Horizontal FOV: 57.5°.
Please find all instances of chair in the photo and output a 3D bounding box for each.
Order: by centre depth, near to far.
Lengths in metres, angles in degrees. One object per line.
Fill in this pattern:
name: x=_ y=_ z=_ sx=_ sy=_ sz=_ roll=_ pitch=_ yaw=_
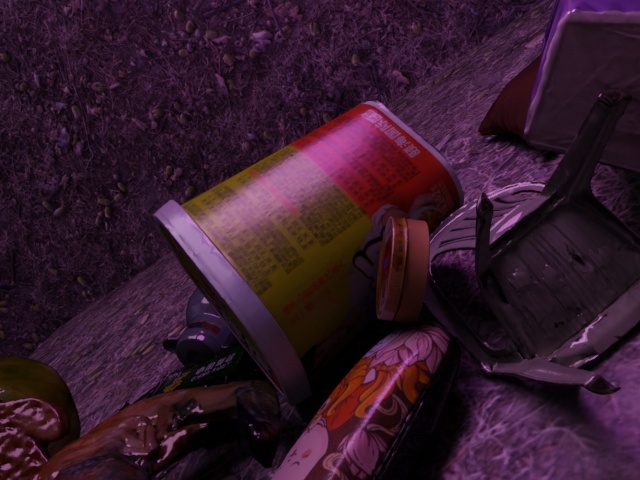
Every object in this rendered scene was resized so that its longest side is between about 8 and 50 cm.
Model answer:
chair: x=0.201 y=0.008 z=0.521 sx=0.203 sy=0.191 sz=0.275 roll=-38 pitch=-14 yaw=-8

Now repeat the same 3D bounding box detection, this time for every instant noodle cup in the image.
instant noodle cup: x=0.000 y=0.000 z=0.741 sx=0.307 sy=0.294 sz=0.294 roll=-37 pitch=14 yaw=-15

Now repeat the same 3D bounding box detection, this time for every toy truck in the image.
toy truck: x=-0.193 y=0.246 z=0.859 sx=0.259 sy=0.088 sz=0.121 roll=-27 pitch=19 yaw=27

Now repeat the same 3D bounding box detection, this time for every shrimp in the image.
shrimp: x=-0.139 y=0.225 z=0.568 sx=0.271 sy=0.085 sz=0.445 roll=-23 pitch=8 yaw=-22

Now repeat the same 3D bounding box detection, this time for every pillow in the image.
pillow: x=0.432 y=-0.282 z=1.016 sx=0.305 sy=0.108 sz=0.308 roll=-39 pitch=12 yaw=9

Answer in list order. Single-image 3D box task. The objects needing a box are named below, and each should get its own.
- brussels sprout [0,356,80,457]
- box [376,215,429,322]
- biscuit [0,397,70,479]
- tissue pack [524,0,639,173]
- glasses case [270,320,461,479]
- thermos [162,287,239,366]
brussels sprout: x=-0.556 y=0.370 z=0.944 sx=0.289 sy=0.282 sz=0.355 roll=-6 pitch=38 yaw=0
box: x=0.080 y=0.029 z=0.575 sx=0.037 sy=0.106 sz=0.105 roll=6 pitch=20 yaw=0
biscuit: x=-0.488 y=0.344 z=0.761 sx=0.350 sy=0.394 sz=0.070 roll=-36 pitch=-24 yaw=-23
tissue pack: x=0.363 y=-0.198 z=0.623 sx=0.241 sy=0.160 sz=0.338 roll=14 pitch=35 yaw=14
glasses case: x=0.023 y=0.196 z=0.509 sx=0.321 sy=0.082 sz=0.122 roll=-49 pitch=9 yaw=-34
thermos: x=-0.148 y=0.124 z=1.056 sx=0.182 sy=0.145 sz=0.287 roll=4 pitch=31 yaw=14
